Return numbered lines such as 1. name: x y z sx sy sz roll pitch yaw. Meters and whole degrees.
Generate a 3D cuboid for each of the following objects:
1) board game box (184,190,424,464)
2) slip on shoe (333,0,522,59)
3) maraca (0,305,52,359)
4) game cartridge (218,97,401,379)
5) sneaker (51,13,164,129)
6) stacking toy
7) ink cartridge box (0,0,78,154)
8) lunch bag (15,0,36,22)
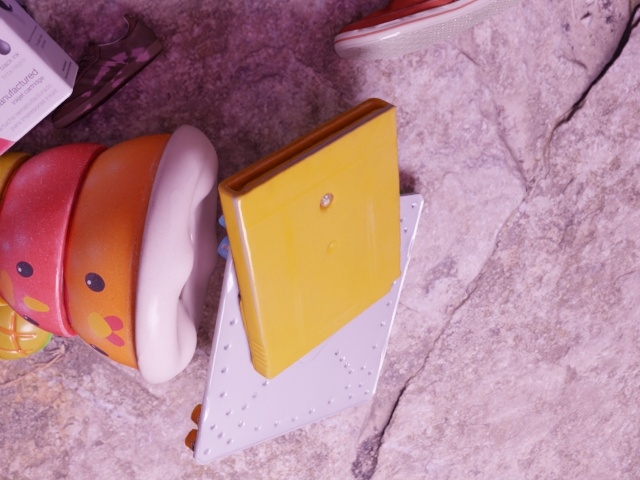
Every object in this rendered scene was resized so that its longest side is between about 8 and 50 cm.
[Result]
1. board game box: -0.021 0.117 1.323 0.390 0.050 0.389 -10 120 -45
2. slip on shoe: 0.168 -0.350 1.245 0.332 0.123 0.101 -25 85 2
3. maraca: -0.478 0.128 1.280 0.186 0.099 0.127 -21 117 24
4. game cartridge: 0.000 0.000 1.199 0.285 0.053 0.323 -33 136 -31
5. sneaker: -0.307 -0.232 1.192 0.188 0.066 0.071 -40 101 -2
6. stacking toy: -0.391 -0.005 1.171 0.480 0.350 0.350 7 112 1
7. ink cartridge box: -0.450 -0.224 0.993 0.197 0.114 0.273 -38 117 9
8. lunch bag: -0.503 -0.273 1.085 0.243 0.115 0.303 -29 118 1
